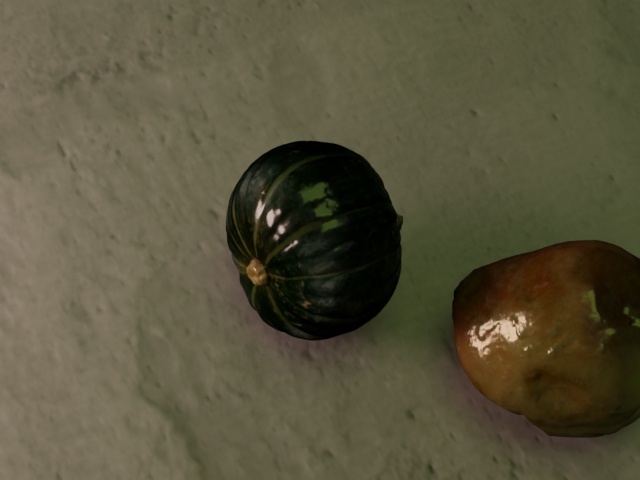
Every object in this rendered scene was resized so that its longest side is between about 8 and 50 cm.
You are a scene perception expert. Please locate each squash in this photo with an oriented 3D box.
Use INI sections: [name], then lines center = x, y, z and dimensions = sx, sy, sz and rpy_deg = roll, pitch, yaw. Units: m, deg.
[squash]
center = -0.005, 0.000, 1.800
dimensions = 0.218, 0.218, 0.172
rpy_deg = 41, 46, 15

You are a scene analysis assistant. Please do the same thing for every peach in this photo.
[peach]
center = 0.252, 0.095, 1.799
dimensions = 0.235, 0.214, 0.214
rpy_deg = 13, 55, 5
